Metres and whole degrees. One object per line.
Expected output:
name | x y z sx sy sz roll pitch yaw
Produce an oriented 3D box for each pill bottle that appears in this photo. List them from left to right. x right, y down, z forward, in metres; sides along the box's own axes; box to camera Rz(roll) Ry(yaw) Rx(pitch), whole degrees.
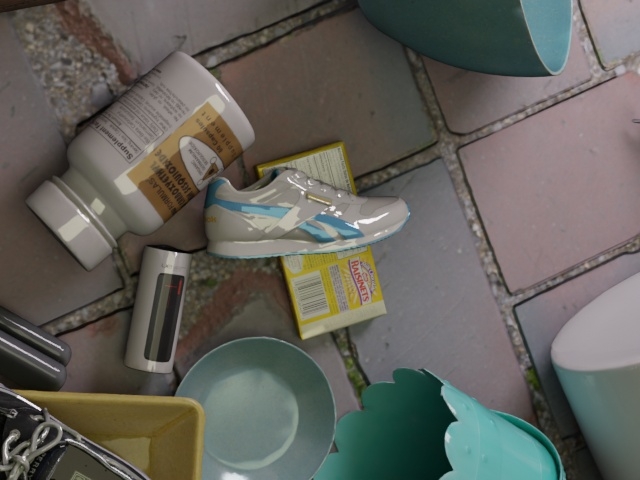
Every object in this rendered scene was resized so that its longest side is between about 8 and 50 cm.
pill bottle | -0.192 -0.080 1.901 0.229 0.131 0.131 -42 107 -8

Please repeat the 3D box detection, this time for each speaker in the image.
speaker | -0.176 0.073 1.966 0.055 0.055 0.136 10 93 -18

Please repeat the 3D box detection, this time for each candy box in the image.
candy box | 0.000 0.000 2.026 0.105 0.027 0.206 -17 102 -15

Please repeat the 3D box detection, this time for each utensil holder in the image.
utensil holder | 0.474 0.232 2.058 0.327 0.327 0.385 -30 102 -12

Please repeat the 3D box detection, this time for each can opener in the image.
can opener | -0.396 0.085 1.900 0.280 0.074 0.093 27 122 -17

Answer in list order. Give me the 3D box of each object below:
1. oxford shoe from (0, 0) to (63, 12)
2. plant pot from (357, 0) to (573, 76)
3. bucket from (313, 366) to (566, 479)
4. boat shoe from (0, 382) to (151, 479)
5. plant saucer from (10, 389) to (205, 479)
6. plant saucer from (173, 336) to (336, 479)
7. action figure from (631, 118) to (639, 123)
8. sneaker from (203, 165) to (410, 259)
oxford shoe | -0.382 -0.264 1.800 0.363 0.133 0.130 -3 122 -14
plant pot | 0.141 -0.307 1.928 0.195 0.290 0.290 -6 101 20
bucket | 0.128 0.294 1.984 0.183 0.281 0.281 27 88 -25
boat shoe | -0.295 0.226 1.830 0.306 0.105 0.113 33 81 -12
plant saucer | -0.301 0.323 1.922 0.333 0.081 0.333 4 88 -15
plant saucer | -0.079 0.200 2.022 0.195 0.037 0.195 -2 97 -18
action figure | 0.513 -0.143 2.115 0.275 0.141 0.164 1 108 -19
sneaker | -0.013 -0.034 1.960 0.228 0.087 0.092 -5 97 -15
